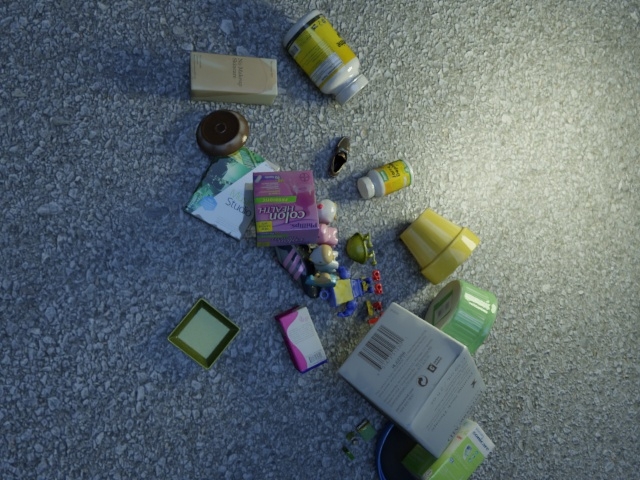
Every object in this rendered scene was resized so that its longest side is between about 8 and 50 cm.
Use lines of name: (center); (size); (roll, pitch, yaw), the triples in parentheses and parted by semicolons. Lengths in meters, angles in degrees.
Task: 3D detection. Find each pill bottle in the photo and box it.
pill bottle: (0.027, -0.691, 1.906); (0.188, 0.188, 0.334); (-44, 99, -15)
pill bottle: (0.257, -0.241, 1.983); (0.208, 0.117, 0.118); (-22, 93, -16)

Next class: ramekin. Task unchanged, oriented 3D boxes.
ramekin: (0.534, 0.300, 1.945); (0.148, 0.303, 0.303); (30, 79, -6)

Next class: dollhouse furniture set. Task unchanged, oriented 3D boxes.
dollhouse furniture set: (0.154, 0.770, 1.919); (0.151, 0.058, 0.076); (-38, 98, -15)

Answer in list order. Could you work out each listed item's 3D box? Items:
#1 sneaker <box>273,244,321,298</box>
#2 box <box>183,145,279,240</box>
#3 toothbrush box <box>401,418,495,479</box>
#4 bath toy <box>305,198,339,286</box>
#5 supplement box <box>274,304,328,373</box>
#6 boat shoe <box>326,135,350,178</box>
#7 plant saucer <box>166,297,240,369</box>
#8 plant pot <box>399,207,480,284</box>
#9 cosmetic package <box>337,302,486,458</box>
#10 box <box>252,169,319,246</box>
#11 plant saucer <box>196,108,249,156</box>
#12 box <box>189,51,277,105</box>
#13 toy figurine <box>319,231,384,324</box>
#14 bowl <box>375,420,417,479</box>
sneaker: (-0.101, 0.084, 1.878); (0.131, 0.112, 0.319); (-15, 107, 24)
box: (-0.325, -0.190, 1.837); (0.232, 0.058, 0.322); (29, 77, -13)
toothbrush box: (0.472, 0.799, 1.857); (0.283, 0.206, 0.122); (-41, 98, -14)
bath toy: (0.000, 0.000, 1.842); (0.129, 0.151, 0.348); (3, 64, -8)
supplement box: (-0.074, 0.364, 1.849); (0.111, 0.114, 0.220); (-22, 94, -16)
boat shoe: (0.083, -0.332, 1.962); (0.066, 0.066, 0.183); (21, 81, -15)
plant saucer: (-0.417, 0.333, 1.783); (0.188, 0.045, 0.188); (41, 77, -10)
plant pot: (0.456, 0.007, 1.976); (0.239, 0.254, 0.254); (44, 75, 7)
cosmetic package: (0.336, 0.497, 1.768); (0.329, 0.327, 0.394); (-50, 138, -12)
box: (-0.126, -0.114, 1.745); (0.213, 0.117, 0.243); (-3, 65, -8)
plant saucer: (-0.361, -0.402, 1.809); (0.198, 0.036, 0.199); (-1, 70, 3)
box: (-0.322, -0.592, 1.829); (0.311, 0.121, 0.148); (-2, 87, -17)
toy figurine: (0.098, 0.161, 1.881); (0.217, 0.191, 0.363); (-11, 89, -12)
bowl: (0.396, 0.856, 1.978); (0.391, 0.077, 0.391); (1, 86, -17)
